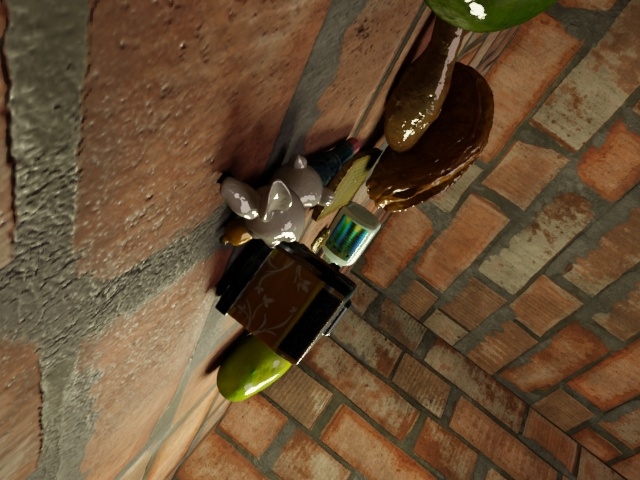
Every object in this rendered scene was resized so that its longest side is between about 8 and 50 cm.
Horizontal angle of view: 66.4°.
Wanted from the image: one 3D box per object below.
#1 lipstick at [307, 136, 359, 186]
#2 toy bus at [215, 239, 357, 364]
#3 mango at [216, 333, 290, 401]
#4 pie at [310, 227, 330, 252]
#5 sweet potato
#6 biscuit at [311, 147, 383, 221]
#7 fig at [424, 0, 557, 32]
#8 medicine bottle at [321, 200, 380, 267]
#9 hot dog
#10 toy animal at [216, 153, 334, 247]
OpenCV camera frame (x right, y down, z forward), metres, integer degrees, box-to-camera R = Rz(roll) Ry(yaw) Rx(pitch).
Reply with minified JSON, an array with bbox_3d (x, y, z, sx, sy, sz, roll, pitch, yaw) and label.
[{"bbox_3d":[0.014,-0.134,0.822,0.053,0.053,0.234,-58,175,35],"label":"lipstick"},{"bbox_3d":[-0.046,0.102,0.941,0.162,0.194,0.323,-54,172,4],"label":"toy bus"},{"bbox_3d":[-0.189,0.347,1.361,0.185,0.149,0.273,-40,174,40],"label":"mango"},{"bbox_3d":[0.000,0.000,1.387,0.084,0.020,0.084,-51,171,-11],"label":"pie"},{"bbox_3d":[0.202,-0.310,0.926,0.109,0.109,0.385,-46,165,-39],"label":"sweet potato"},{"bbox_3d":[0.064,-0.137,1.128,0.172,0.029,0.254,-57,171,22],"label":"biscuit"},{"bbox_3d":[0.152,-0.323,0.499,0.203,0.203,0.235,-54,-149,9],"label":"fig"},{"bbox_3d":[0.074,0.001,1.449,0.083,0.121,0.229,-44,169,-51],"label":"medicine bottle"},{"bbox_3d":[0.261,-0.228,1.164,0.387,0.174,0.267,-59,-168,-5],"label":"hot dog"},{"bbox_3d":[-0.070,-0.049,0.615,0.181,0.131,0.127,-54,144,-57],"label":"toy animal"}]
